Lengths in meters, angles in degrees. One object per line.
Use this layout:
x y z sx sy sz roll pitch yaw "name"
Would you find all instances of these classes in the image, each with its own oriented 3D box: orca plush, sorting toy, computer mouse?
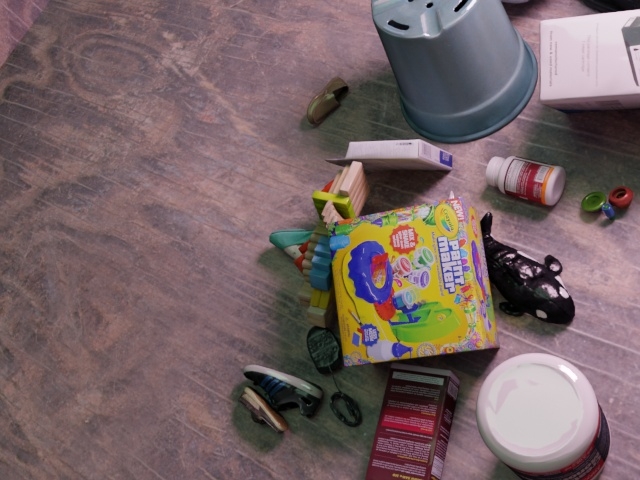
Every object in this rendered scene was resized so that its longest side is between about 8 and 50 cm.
0.397 0.046 1.549 0.151 0.102 0.287 -30 54 10 "orca plush"
0.586 -0.071 1.560 0.102 0.042 0.061 -16 42 33 "sorting toy"
0.032 0.289 1.652 0.071 0.041 0.242 -27 61 10 "computer mouse"

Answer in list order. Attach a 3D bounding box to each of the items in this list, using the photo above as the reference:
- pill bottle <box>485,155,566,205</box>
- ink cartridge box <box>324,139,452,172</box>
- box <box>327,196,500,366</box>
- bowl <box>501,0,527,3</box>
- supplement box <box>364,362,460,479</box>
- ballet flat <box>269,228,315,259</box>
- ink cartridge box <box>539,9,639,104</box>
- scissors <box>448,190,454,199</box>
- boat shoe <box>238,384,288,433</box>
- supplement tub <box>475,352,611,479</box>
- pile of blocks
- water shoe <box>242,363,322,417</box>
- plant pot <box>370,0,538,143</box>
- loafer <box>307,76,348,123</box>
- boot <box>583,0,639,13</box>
0.435 -0.132 1.637 0.152 0.086 0.086 20 74 34 "pill bottle"
0.157 -0.188 1.729 0.224 0.223 0.045 1 88 27 "ink cartridge box"
0.187 0.090 1.538 0.279 0.177 0.289 -12 79 21 "box"
0.515 -0.683 1.809 0.134 0.298 0.297 21 73 5 "bowl"
0.182 0.369 1.502 0.130 0.073 0.239 4 65 30 "supplement box"
-0.015 0.012 1.795 0.247 0.083 0.087 -7 70 24 "ballet flat"
0.654 -0.348 1.497 0.395 0.285 0.166 1 95 27 "ink cartridge box"
0.262 0.027 1.679 0.109 0.021 0.297 -17 59 21 "scissors"
-0.126 0.377 1.673 0.049 0.056 0.152 -52 44 0 "boat shoe"
0.385 0.317 1.302 0.191 0.272 0.191 -12 59 22 "supplement tub"
0.000 0.000 1.671 0.113 0.149 0.362 12 84 23 "pile of blocks"
-0.095 0.326 1.669 0.203 0.073 0.080 11 72 32 "water shoe"
0.287 -0.453 1.734 0.341 0.334 0.341 -12 58 21 "plant pot"
0.020 -0.362 1.993 0.050 0.056 0.148 26 78 41 "loafer"
0.633 -0.649 1.591 0.146 0.445 0.367 -40 53 2 "boot"
